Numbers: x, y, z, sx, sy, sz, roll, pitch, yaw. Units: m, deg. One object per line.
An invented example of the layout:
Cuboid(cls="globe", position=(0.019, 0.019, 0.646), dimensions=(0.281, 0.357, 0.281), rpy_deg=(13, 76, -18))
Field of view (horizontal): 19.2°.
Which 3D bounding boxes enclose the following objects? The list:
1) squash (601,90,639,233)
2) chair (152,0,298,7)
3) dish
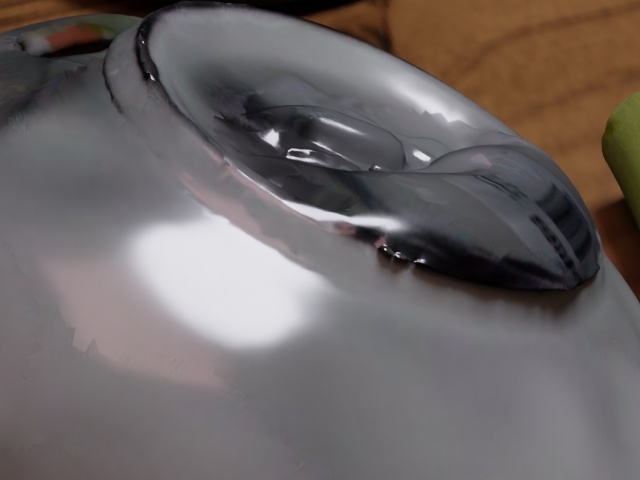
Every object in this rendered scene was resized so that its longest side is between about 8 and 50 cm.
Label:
Cuboid(cls="squash", position=(0.169, 0.033, 0.750), dimensions=(0.083, 0.083, 0.250), rpy_deg=(-7, 43, 2))
Cuboid(cls="chair", position=(-0.052, -0.359, 0.935), dimensions=(0.362, 0.410, 0.365), rpy_deg=(-3, 46, 7))
Cuboid(cls="dish", position=(0.000, 0.000, 0.661), dimensions=(0.324, 0.124, 0.324), rpy_deg=(23, 24, -11))
